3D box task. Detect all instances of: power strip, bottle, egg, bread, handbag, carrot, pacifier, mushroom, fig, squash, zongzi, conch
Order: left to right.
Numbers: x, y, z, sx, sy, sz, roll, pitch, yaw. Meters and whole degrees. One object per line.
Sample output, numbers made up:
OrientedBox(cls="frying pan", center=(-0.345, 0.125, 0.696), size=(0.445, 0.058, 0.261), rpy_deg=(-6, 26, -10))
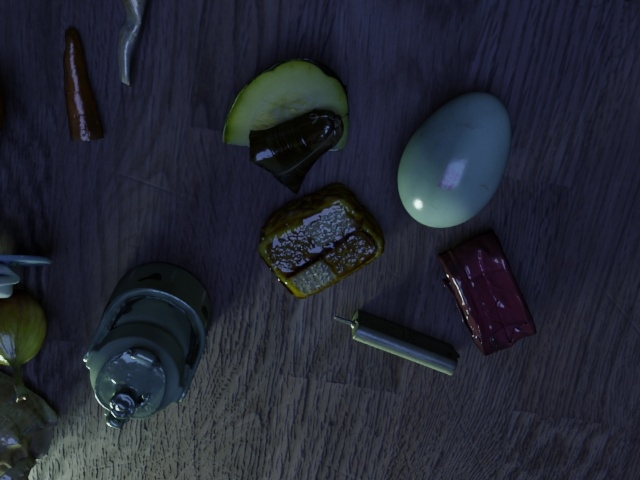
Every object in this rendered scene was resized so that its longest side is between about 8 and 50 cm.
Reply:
OrientedBox(cls="pacifier", center=(-0.666, -0.007, 1.830), size=(0.299, 0.244, 0.233), rpy_deg=(-2, 81, 1))
OrientedBox(cls="conch", center=(-0.689, 0.406, 2.004), size=(0.263, 0.186, 0.324), rpy_deg=(-36, 108, -4))
OrientedBox(cls="fig", center=(-0.600, 0.207, 1.916), size=(0.160, 0.143, 0.231), rpy_deg=(-41, 77, 10))
OrientedBox(cls="carrot", center=(-0.447, -0.287, 1.784), size=(0.061, 0.061, 0.210), rpy_deg=(-5, 106, 3))
OrientedBox(cls="mushroom", center=(-0.344, -0.373, 1.742), size=(0.054, 0.059, 0.202), rpy_deg=(11, 113, 0))
OrientedBox(cls="bottle", center=(-0.324, 0.189, 1.808), size=(0.229, 0.352, 0.229), rpy_deg=(1, 110, 2))
OrientedBox(cls="squash", center=(-0.063, -0.240, 1.740), size=(0.236, 0.155, 0.204), rpy_deg=(2, 110, -2))
OrientedBox(cls="zongzi", center=(-0.012, -0.157, 1.774), size=(0.187, 0.084, 0.184), rpy_deg=(-17, 145, 22))
OrientedBox(cls="bread", center=(0.000, 0.000, 1.863), size=(0.222, 0.096, 0.181), rpy_deg=(-30, 110, 12))
OrientedBox(cls="power strip", center=(0.152, 0.198, 1.937), size=(0.267, 0.092, 0.034), rpy_deg=(21, 108, -7))
OrientedBox(cls="egg", center=(0.246, -0.147, 1.751), size=(0.182, 0.183, 0.264), rpy_deg=(27, 102, -9))
OrientedBox(cls="handbag", center=(0.319, 0.103, 1.869), size=(0.135, 0.146, 0.225), rpy_deg=(-23, 109, 4))

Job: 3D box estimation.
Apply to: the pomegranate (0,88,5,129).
OrientedBox(cls="pomegranate", center=(-0.688, -0.228, 1.720), size=(0.248, 0.248, 0.248), rpy_deg=(0, 112, 1))
